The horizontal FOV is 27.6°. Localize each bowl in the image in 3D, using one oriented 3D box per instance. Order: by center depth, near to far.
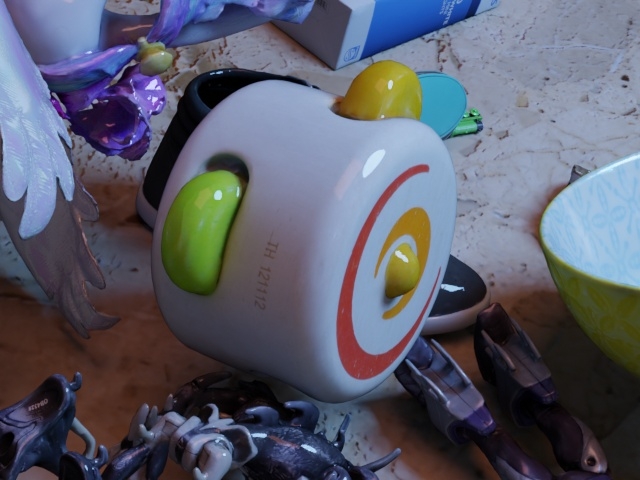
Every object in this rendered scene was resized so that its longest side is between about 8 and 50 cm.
[{"bbox_3d":[0.309,0.041,0.916,0.289,0.156,0.289,-11,23,5],"label":"bowl"}]

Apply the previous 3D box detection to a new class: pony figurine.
[{"bbox_3d":[-0.186,-0.150,0.869,0.363,0.303,0.351,-32,72,-18],"label":"pony figurine"}]

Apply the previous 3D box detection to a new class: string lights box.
[{"bbox_3d":[0.068,-0.274,1.345,0.260,0.076,0.133,-26,56,-38],"label":"string lights box"}]

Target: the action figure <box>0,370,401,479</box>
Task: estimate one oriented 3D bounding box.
[{"bbox_3d":[-0.074,0.154,0.773,0.276,0.141,0.164,11,23,-49],"label":"action figure"}]

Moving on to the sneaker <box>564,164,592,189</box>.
[{"bbox_3d":[0.229,-0.029,1.153,0.042,0.067,0.118,25,11,14],"label":"sneaker"}]

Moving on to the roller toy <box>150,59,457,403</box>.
[{"bbox_3d":[0.000,0.000,0.849,0.146,0.191,0.209,19,52,27],"label":"roller toy"}]

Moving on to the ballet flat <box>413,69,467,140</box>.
[{"bbox_3d":[0.047,-0.093,1.141,0.213,0.068,0.072,-36,105,-42],"label":"ballet flat"}]

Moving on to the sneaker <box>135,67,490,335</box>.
[{"bbox_3d":[0.003,-0.033,0.996,0.296,0.147,0.104,22,39,7],"label":"sneaker"}]

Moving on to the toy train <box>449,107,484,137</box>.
[{"bbox_3d":[0.119,-0.107,1.217,0.083,0.017,0.023,-11,57,-28],"label":"toy train"}]

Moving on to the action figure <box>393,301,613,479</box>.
[{"bbox_3d":[0.161,0.159,0.856,0.185,0.099,0.285,-26,45,-16],"label":"action figure"}]
